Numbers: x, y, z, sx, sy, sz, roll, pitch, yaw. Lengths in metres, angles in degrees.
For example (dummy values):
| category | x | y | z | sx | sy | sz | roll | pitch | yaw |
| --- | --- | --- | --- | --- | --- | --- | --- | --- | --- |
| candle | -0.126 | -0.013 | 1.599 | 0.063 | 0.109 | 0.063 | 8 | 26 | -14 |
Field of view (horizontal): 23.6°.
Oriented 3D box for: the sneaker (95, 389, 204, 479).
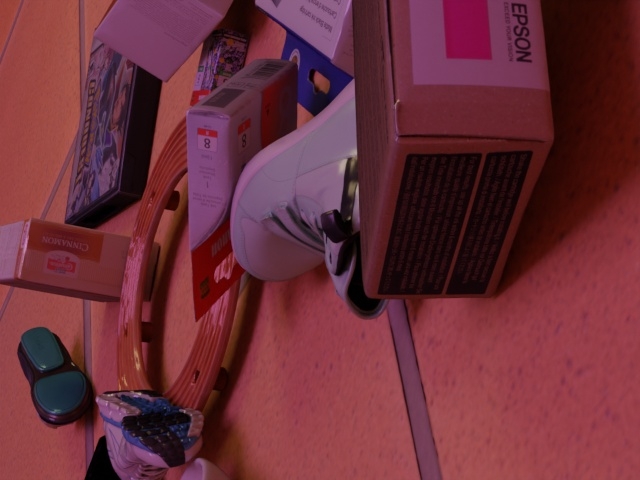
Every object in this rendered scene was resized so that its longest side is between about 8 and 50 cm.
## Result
| category | x | y | z | sx | sy | sz | roll | pitch | yaw |
| --- | --- | --- | --- | --- | --- | --- | --- | --- | --- |
| sneaker | -0.145 | 0.183 | 1.327 | 0.190 | 0.071 | 0.083 | -168 | 75 | -71 |

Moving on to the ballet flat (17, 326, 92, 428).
| category | x | y | z | sx | sy | sz | roll | pitch | yaw |
| --- | --- | --- | --- | --- | --- | --- | --- | --- | --- |
| ballet flat | -0.308 | 0.175 | 1.798 | 0.203 | 0.074 | 0.074 | 49 | 124 | 56 |

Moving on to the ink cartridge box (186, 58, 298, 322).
| category | x | y | z | sx | sy | sz | roll | pitch | yaw |
| --- | --- | --- | --- | --- | --- | --- | --- | --- | --- |
| ink cartridge box | -0.060 | -0.040 | 1.227 | 0.145 | 0.045 | 0.179 | -49 | -40 | -60 |

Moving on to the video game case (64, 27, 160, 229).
| category | x | y | z | sx | sy | sz | roll | pitch | yaw |
| --- | --- | --- | --- | --- | --- | --- | --- | --- | --- |
| video game case | -0.247 | -0.162 | 1.857 | 0.248 | 0.035 | 0.275 | 158 | 122 | -64 |

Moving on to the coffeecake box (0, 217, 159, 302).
| category | x | y | z | sx | sy | sz | roll | pitch | yaw |
| --- | --- | --- | --- | --- | --- | --- | --- | --- | --- |
| coffeecake box | -0.274 | 0.024 | 1.678 | 0.185 | 0.142 | 0.068 | 175 | 106 | -67 |

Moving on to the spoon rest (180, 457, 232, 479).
| category | x | y | z | sx | sy | sz | roll | pitch | yaw |
| --- | --- | --- | --- | --- | --- | --- | --- | --- | --- |
| spoon rest | -0.077 | 0.233 | 1.164 | 0.276 | 0.084 | 0.137 | 163 | 117 | -65 |

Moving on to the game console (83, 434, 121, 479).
| category | x | y | z | sx | sy | sz | roll | pitch | yaw |
| --- | --- | --- | --- | --- | --- | --- | --- | --- | --- |
| game console | -0.229 | 0.371 | 1.521 | 0.213 | 0.044 | 0.361 | -118 | 46 | -61 |

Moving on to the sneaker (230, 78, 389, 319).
| category | x | y | z | sx | sy | sz | roll | pitch | yaw |
| --- | --- | --- | --- | --- | --- | --- | --- | --- | --- |
| sneaker | 0.000 | 0.000 | 1.074 | 0.256 | 0.094 | 0.151 | -46 | 32 | 49 |

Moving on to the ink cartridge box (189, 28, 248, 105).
| category | x | y | z | sx | sy | sz | roll | pitch | yaw |
| --- | --- | --- | --- | --- | --- | --- | --- | --- | --- |
| ink cartridge box | -0.104 | -0.148 | 1.506 | 0.063 | 0.029 | 0.115 | -166 | 89 | -69 |

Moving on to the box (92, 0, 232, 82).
| category | x | y | z | sx | sy | sz | roll | pitch | yaw |
| --- | --- | --- | --- | --- | --- | --- | --- | --- | --- |
| box | -0.136 | -0.256 | 1.509 | 0.170 | 0.091 | 0.130 | -34 | 27 | 59 |

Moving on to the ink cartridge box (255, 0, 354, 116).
| category | x | y | z | sx | sy | sz | roll | pitch | yaw |
| --- | --- | --- | --- | --- | --- | --- | --- | --- | --- |
| ink cartridge box | 0.007 | -0.212 | 1.246 | 0.223 | 0.045 | 0.224 | -134 | 58 | -64 |

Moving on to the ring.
| category | x | y | z | sx | sy | sz | roll | pitch | yaw |
| --- | --- | --- | --- | --- | --- | --- | --- | --- | --- |
| ring | -0.129 | 0.039 | 1.454 | 0.336 | 0.032 | 0.337 | -170 | 90 | -68 |

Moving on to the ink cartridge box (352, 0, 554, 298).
| category | x | y | z | sx | sy | sz | roll | pitch | yaw |
| --- | --- | --- | --- | --- | --- | --- | --- | --- | --- |
| ink cartridge box | 0.069 | -0.109 | 0.899 | 0.193 | 0.088 | 0.235 | 99 | 171 | -63 |
